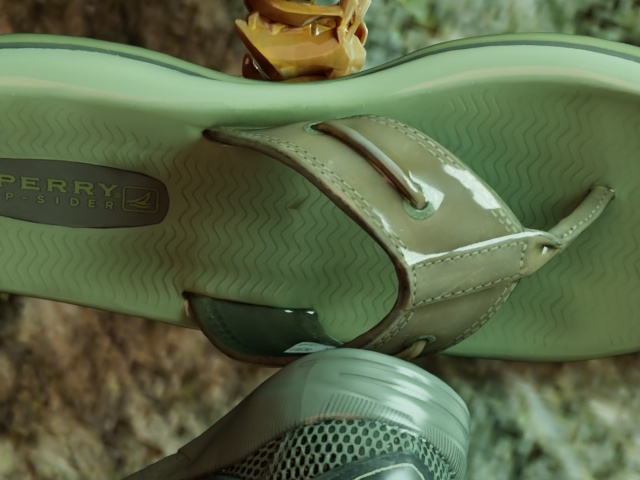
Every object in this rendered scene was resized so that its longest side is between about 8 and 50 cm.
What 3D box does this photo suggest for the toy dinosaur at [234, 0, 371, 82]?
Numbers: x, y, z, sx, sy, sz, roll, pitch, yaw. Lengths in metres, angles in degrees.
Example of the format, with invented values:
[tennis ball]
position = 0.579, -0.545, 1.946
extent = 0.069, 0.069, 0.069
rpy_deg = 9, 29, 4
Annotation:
[toy dinosaur]
position = -0.040, -0.138, 0.637
extent = 0.218, 0.164, 0.322
rpy_deg = 2, 88, 2

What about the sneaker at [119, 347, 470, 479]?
[sneaker]
position = -0.040, 0.138, 0.612
extent = 0.087, 0.130, 0.227
rpy_deg = 31, 136, -20

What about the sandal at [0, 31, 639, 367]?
[sandal]
position = -0.001, 0.001, 0.609
extent = 0.303, 0.086, 0.120
rpy_deg = 1, 122, 2
